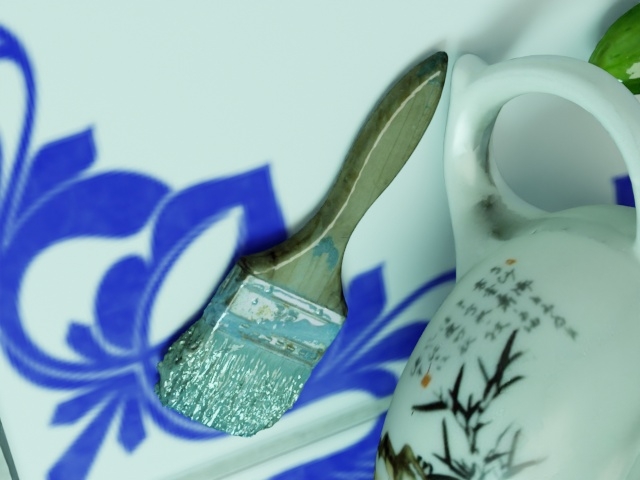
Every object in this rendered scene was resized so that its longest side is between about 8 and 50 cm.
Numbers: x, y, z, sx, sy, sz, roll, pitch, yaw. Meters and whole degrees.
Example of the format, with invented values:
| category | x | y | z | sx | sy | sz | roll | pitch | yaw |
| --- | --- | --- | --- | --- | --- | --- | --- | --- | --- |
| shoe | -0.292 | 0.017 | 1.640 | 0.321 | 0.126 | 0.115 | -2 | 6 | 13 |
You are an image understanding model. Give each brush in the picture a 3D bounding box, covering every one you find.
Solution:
| category | x | y | z | sx | sy | sz | roll | pitch | yaw |
| --- | --- | --- | --- | --- | --- | --- | --- | --- | --- |
| brush | 0.000 | 0.000 | 0.802 | 0.070 | 0.021 | 0.196 | 26 | 101 | -33 |

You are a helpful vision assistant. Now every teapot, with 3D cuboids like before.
| category | x | y | z | sx | sy | sz | roll | pitch | yaw |
| --- | --- | --- | --- | --- | --- | --- | --- | --- | --- |
| teapot | 0.099 | 0.063 | 0.817 | 0.208 | 0.166 | 0.299 | -13 | 114 | -40 |

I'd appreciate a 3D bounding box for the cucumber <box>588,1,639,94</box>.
| category | x | y | z | sx | sy | sz | roll | pitch | yaw |
| --- | --- | --- | --- | --- | --- | --- | --- | --- | --- |
| cucumber | 0.232 | -0.103 | 0.835 | 0.250 | 0.056 | 0.056 | -9 | 121 | -19 |
